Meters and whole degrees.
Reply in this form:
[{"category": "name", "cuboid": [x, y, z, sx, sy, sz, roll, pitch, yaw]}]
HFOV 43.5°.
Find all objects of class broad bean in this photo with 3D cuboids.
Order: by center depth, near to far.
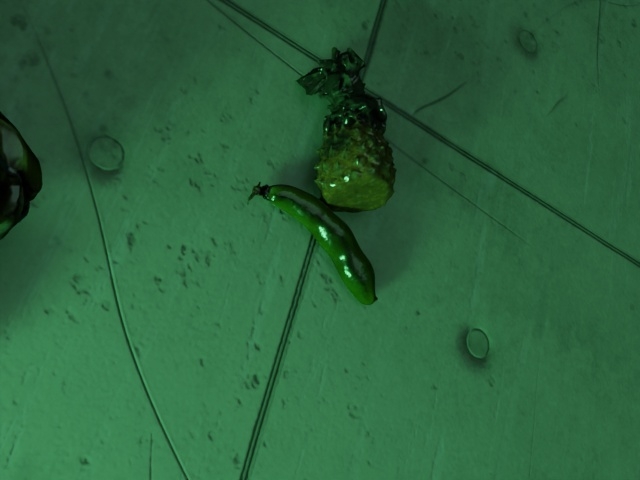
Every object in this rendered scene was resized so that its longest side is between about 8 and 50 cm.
[{"category": "broad bean", "cuboid": [0.003, -0.005, 1.064, 0.227, 0.039, 0.069, 41, 82, -11]}]

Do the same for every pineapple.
[{"category": "pineapple", "cuboid": [0.037, -0.161, 1.105, 0.119, 0.111, 0.237, 33, 44, -54]}]

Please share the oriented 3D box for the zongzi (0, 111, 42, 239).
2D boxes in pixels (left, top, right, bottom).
[{"category": "zongzi", "cuboid": [-0.439, -0.214, 0.772, 0.403, 0.207, 0.432, 24, 52, -29]}]
